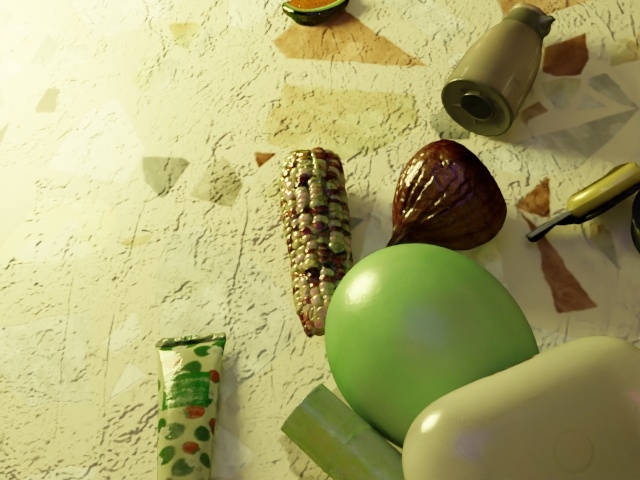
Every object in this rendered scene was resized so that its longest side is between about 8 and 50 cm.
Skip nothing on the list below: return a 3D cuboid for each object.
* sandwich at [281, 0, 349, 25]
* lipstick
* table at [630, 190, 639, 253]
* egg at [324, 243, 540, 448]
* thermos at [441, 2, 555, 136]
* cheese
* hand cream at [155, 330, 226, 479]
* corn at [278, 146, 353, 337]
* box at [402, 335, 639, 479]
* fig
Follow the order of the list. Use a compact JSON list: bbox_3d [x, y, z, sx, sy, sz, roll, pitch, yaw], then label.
[{"bbox_3d":[-0.002,-0.362,1.849,0.101,0.026,0.069,-30,50,-12],"label":"sandwich"},{"bbox_3d":[0.089,0.278,1.292,0.304,0.076,0.076,41,72,11],"label":"lipstick"},{"bbox_3d":[0.452,-0.024,1.489,0.133,0.043,0.133,-7,55,10],"label":"table"},{"bbox_3d":[0.126,0.127,1.356,0.220,0.220,0.270,-34,65,-10],"label":"egg"},{"bbox_3d":[0.241,-0.246,1.670,0.137,0.105,0.193,-7,43,49],"label":"thermos"},{"bbox_3d":[0.331,-0.045,1.525,0.162,0.086,0.036,-33,92,7],"label":"cheese"},{"bbox_3d":[-0.163,0.228,1.463,0.095,0.059,0.276,-8,50,6],"label":"hand cream"},{"bbox_3d":[0.000,0.000,1.564,0.092,0.092,0.280,-11,59,6],"label":"corn"},{"bbox_3d":[0.254,0.285,1.182,0.288,0.141,0.349,-21,85,-16],"label":"box"},{"bbox_3d":[0.127,-0.030,1.529,0.201,0.134,0.146,-35,45,-1],"label":"fig"}]
